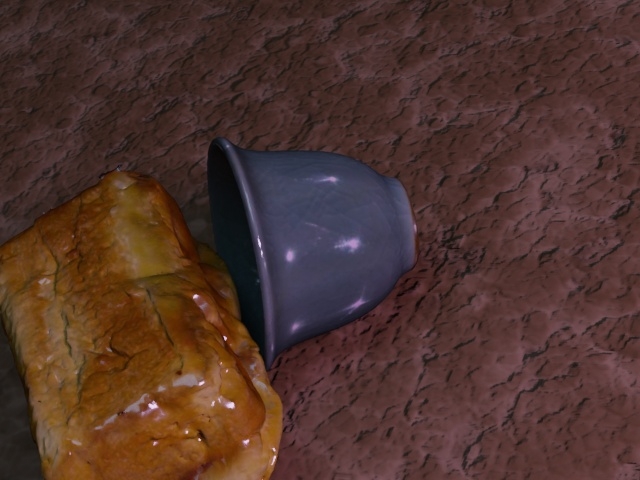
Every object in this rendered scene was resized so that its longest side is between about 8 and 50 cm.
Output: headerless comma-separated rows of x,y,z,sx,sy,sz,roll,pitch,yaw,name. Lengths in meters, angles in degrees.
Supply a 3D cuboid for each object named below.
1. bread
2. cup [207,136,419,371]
-0.149,0.096,1.383,0.195,0.149,0.344,-30,37,3,bread
0.000,0.000,1.419,0.150,0.199,0.199,-10,36,-12,cup
